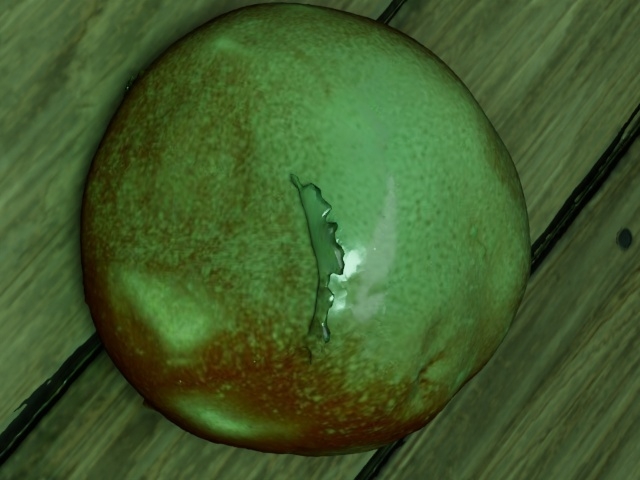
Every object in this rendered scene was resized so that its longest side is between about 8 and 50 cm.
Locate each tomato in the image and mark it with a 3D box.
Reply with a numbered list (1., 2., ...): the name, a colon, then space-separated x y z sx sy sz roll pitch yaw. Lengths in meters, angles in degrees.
1. tomato: 0.000 0.000 1.298 0.303 0.239 0.304 -4 96 -43
